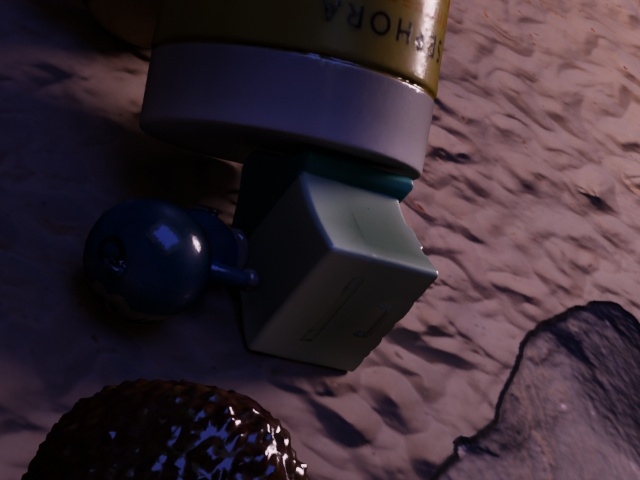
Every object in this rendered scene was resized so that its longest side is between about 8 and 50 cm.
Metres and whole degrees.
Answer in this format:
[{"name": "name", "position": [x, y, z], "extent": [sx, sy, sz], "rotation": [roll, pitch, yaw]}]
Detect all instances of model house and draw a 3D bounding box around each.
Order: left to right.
[{"name": "model house", "position": [0.000, 0.000, 1.416], "extent": [0.100, 0.127, 0.149], "rotation": [13, 42, -34]}]

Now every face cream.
[{"name": "face cream", "position": [-0.015, -0.153, 1.456], "extent": [0.218, 0.179, 0.218], "rotation": [10, -5, 1]}]

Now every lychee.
[{"name": "lychee", "position": [-0.085, 0.169, 1.069], "extent": [0.194, 0.194, 0.194], "rotation": [25, 33, -18]}]

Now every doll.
[{"name": "doll", "position": [-0.109, 0.011, 1.343], "extent": [0.114, 0.085, 0.152], "rotation": [30, 18, 17]}]

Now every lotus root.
[{"name": "lotus root", "position": [-0.135, -0.216, 1.580], "extent": [0.221, 0.118, 0.125], "rotation": [1, 14, -40]}]
